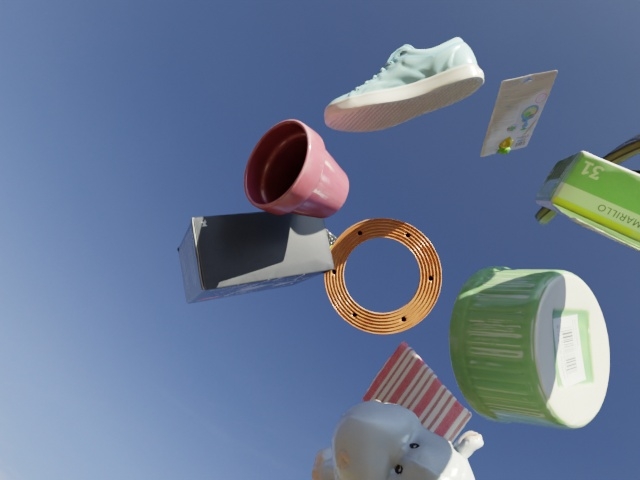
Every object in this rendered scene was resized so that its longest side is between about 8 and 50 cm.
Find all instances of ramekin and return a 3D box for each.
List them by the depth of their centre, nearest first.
[{"bbox_3d":[0.398,0.194,0.750,0.148,0.303,0.303,-14,-76,56],"label":"ramekin"}]

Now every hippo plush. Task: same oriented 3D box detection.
[{"bbox_3d":[0.092,0.336,0.490,0.294,0.234,0.236,31,-30,33],"label":"hippo plush"}]

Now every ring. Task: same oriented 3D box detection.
[{"bbox_3d":[0.177,0.101,1.170,0.337,0.032,0.336,-1,-97,12],"label":"ring"}]

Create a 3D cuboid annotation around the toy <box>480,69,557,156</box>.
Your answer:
[{"bbox_3d":[0.499,-0.333,1.051,0.137,0.056,0.237,-13,-39,-2],"label":"toy"}]

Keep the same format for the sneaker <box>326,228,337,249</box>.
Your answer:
[{"bbox_3d":[0.000,0.000,1.369,0.209,0.069,0.082,47,-25,-26],"label":"sneaker"}]

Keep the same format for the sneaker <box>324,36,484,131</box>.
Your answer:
[{"bbox_3d":[0.177,-0.367,0.945,0.366,0.135,0.150,-14,-105,5],"label":"sneaker"}]

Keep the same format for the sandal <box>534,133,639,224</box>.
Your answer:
[{"bbox_3d":[0.547,-0.112,0.758,0.086,0.120,0.302,53,-33,15],"label":"sandal"}]

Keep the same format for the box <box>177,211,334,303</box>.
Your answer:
[{"bbox_3d":[-0.192,0.047,1.114,0.312,0.343,0.178,-32,-112,62],"label":"box"}]

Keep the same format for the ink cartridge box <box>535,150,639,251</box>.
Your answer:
[{"bbox_3d":[0.265,-0.009,0.302,0.171,0.235,0.056,30,-74,17],"label":"ink cartridge box"}]

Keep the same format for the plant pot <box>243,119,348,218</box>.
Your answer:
[{"bbox_3d":[-0.040,-0.137,0.902,0.201,0.180,0.201,-18,-118,37],"label":"plant pot"}]

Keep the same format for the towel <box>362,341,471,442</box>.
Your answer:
[{"bbox_3d":[0.159,0.287,0.700,0.144,0.029,0.197,-58,-149,8],"label":"towel"}]
